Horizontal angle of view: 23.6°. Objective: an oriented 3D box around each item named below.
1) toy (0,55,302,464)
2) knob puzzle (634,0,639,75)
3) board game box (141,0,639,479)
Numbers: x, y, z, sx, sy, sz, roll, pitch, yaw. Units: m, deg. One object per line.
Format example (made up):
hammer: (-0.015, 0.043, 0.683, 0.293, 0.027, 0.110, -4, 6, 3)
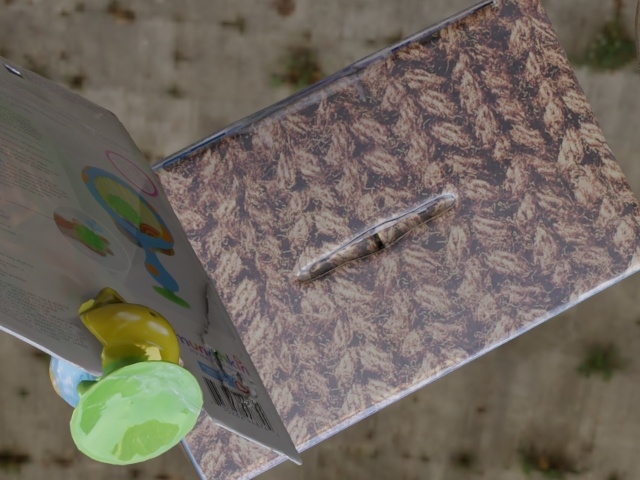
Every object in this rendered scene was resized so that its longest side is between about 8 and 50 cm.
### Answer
toy: (-0.107, -0.002, 0.561, 0.137, 0.056, 0.237, 30, -166, -39)
knob puzzle: (0.230, -0.130, 0.817, 0.213, 0.213, 0.030, -9, -158, -28)
board game box: (0.000, 0.000, 0.805, 0.232, 0.141, 0.291, -27, -177, -9)
